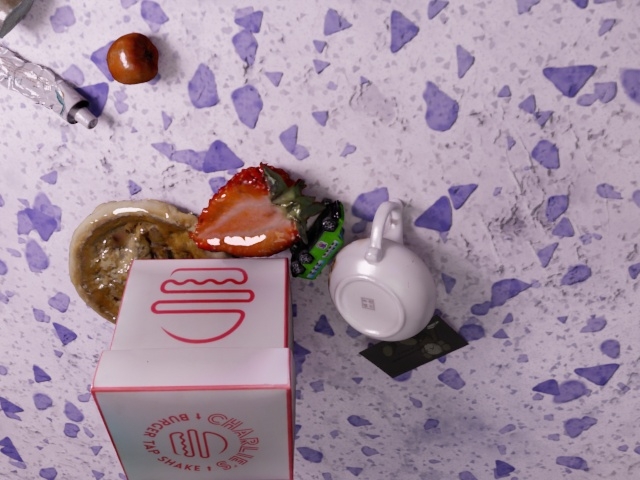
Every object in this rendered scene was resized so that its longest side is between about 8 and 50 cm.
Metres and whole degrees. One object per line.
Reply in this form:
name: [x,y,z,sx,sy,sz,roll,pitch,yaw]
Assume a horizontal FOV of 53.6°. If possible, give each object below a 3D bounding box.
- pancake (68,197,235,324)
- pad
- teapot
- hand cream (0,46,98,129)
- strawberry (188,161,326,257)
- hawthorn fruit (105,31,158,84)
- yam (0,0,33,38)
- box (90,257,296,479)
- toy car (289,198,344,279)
pancake: [-0.329,0.068,1.260,0.356,0.065,0.356,1,120,2]
pad: [0.188,0.218,1.281,0.190,0.004,0.127,-30,129,26]
teapot: [0.115,0.075,1.146,0.204,0.139,0.298,19,129,25]
hand cream: [-0.498,-0.268,1.095,0.257,0.050,0.084,28,121,0]
strawberry: [-0.117,-0.040,1.141,0.174,0.098,0.228,44,122,-16]
hawthorn fruit: [-0.312,-0.290,1.029,0.093,0.081,0.081,-6,121,29]
yam: [-0.581,-0.427,0.985,0.259,0.093,0.093,36,121,-13]
box: [-0.201,0.235,1.156,0.312,0.300,0.314,-1,133,-2]
toy car: [0.000,0.000,1.162,0.062,0.071,0.165,22,124,-22]
